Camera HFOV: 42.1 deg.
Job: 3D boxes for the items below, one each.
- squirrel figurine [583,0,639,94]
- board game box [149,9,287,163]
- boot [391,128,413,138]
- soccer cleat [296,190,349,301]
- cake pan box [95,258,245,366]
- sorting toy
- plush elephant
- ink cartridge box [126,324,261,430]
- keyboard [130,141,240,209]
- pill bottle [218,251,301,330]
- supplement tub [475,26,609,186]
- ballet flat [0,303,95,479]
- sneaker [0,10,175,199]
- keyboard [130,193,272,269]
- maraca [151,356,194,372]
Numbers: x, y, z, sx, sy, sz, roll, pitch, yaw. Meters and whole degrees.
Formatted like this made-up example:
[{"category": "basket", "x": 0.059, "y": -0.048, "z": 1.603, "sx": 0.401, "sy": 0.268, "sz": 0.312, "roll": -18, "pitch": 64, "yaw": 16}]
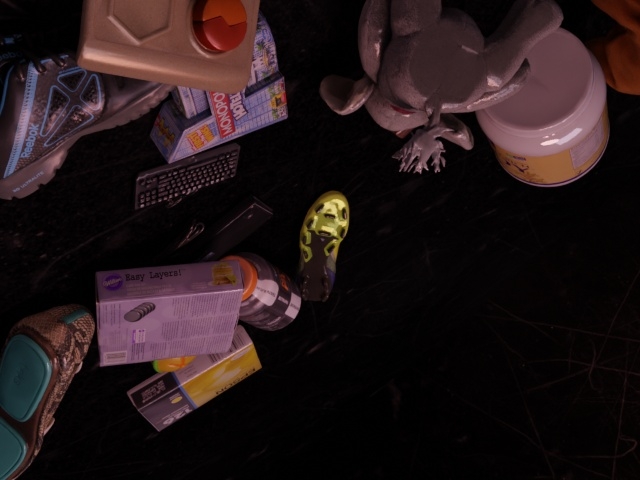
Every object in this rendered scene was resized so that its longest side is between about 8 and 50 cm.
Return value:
[{"category": "squirrel figurine", "x": 0.621, "y": -0.402, "z": 1.415, "sx": 0.281, "sy": 0.397, "sz": 0.370, "roll": -28, "pitch": 146, "yaw": 7}, {"category": "board game box", "x": -0.146, "y": -0.196, "z": 1.137, "sx": 0.194, "sy": 0.060, "sz": 0.194, "roll": -32, "pitch": 158, "yaw": -12}, {"category": "boot", "x": 0.170, "y": -0.223, "z": 1.512, "sx": 0.114, "sy": 0.037, "sz": 0.106, "roll": -35, "pitch": 173, "yaw": 23}, {"category": "soccer cleat", "x": -0.001, "y": 0.000, "z": 1.731, "sx": 0.093, "sy": 0.121, "sz": 0.289, "roll": 6, "pitch": 131, "yaw": -6}, {"category": "cake pan box", "x": -0.271, "y": 0.135, "z": 1.472, "sx": 0.246, "sy": 0.070, "sz": 0.267, "roll": -4, "pitch": 148, "yaw": -15}, {"category": "sorting toy", "x": -0.171, "y": -0.274, "z": 0.815, "sx": 0.307, "sy": 0.041, "sz": 0.229, "roll": 1, "pitch": 104, "yaw": -46}, {"category": "plush elephant", "x": 0.150, "y": -0.257, "z": 1.233, "sx": 0.272, "sy": 0.255, "sz": 0.330, "roll": 19, "pitch": 92, "yaw": -18}, {"category": "ink cartridge box", "x": -0.291, "y": 0.350, "z": 2.031, "sx": 0.303, "sy": 0.072, "sz": 0.307, "roll": -32, "pitch": 156, "yaw": -11}, {"category": "keyboard", "x": -0.211, "y": -0.092, "z": 1.305, "sx": 0.180, "sy": 0.023, "sz": 0.108, "roll": -21, "pitch": 154, "yaw": -30}, {"category": "pill bottle", "x": -0.134, "y": 0.099, "z": 1.658, "sx": 0.130, "sy": 0.130, "sz": 0.246, "roll": -37, "pitch": 159, "yaw": 4}, {"category": "supplement tub", "x": 0.431, "y": -0.255, "z": 1.615, "sx": 0.241, "sy": 0.241, "sz": 0.331, "roll": -39, "pitch": 158, "yaw": 9}, {"category": "ballet flat", "x": -0.521, "y": 0.285, "z": 1.475, "sx": 0.483, "sy": 0.164, "sz": 0.182, "roll": -51, "pitch": 173, "yaw": 30}, {"category": "sneaker", "x": -0.272, "y": -0.181, "z": 0.901, "sx": 0.341, "sy": 0.125, "sz": 0.139, "roll": -41, "pitch": 150, "yaw": 4}, {"category": "keyboard", "x": -0.237, "y": 0.023, "z": 1.490, "sx": 0.317, "sy": 0.033, "sz": 0.201, "roll": -39, "pitch": 164, "yaw": 5}, {"category": "maraca", "x": -0.279, "y": 0.184, "z": 1.676, "sx": 0.185, "sy": 0.099, "sz": 0.127, "roll": -58, "pitch": 165, "yaw": -16}]
